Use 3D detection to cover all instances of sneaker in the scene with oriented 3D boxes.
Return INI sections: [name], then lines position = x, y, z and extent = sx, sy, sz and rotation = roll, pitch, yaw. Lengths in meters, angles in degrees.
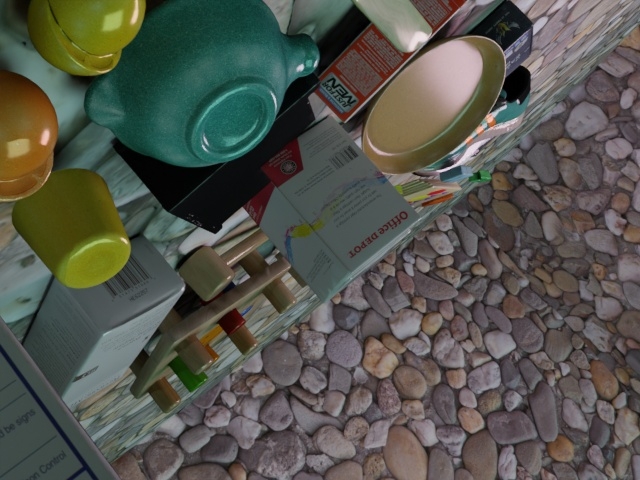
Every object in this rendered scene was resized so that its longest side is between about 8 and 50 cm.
[sneaker]
position = 0.260, -0.231, 1.286
extent = 0.302, 0.108, 0.121
rotation = -30, 148, -24

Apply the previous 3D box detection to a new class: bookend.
[bookend]
position = -0.074, -0.089, 0.623
extent = 0.157, 0.072, 0.156
rotation = -41, 172, 1

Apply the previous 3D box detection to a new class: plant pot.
[plant pot]
position = 0.151, -0.189, 0.988
extent = 0.236, 0.032, 0.236
rotation = -25, 148, -17

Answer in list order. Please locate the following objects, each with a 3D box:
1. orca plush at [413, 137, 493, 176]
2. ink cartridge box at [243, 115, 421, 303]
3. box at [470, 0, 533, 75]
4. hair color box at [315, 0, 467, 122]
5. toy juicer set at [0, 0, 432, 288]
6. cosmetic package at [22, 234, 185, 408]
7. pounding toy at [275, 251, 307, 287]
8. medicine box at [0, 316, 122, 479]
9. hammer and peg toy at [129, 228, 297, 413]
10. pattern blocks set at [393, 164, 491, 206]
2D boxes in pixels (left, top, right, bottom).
[orca plush]
position = 0.260, -0.221, 1.444
extent = 0.287, 0.102, 0.151
rotation = -42, 128, -16
[ink cartridge box]
position = 0.010, -0.035, 0.902
extent = 0.128, 0.176, 0.127
rotation = -36, 170, -26
[box]
position = 0.226, -0.252, 1.120
extent = 0.232, 0.059, 0.183
rotation = -41, 172, 11
[hair color box]
position = 0.070, -0.196, 0.698
extent = 0.167, 0.053, 0.093
rotation = -42, -173, 18
[toy juicer set]
position = -0.085, -0.120, 0.445
extent = 0.329, 0.089, 0.209
rotation = -36, 153, -5
[cosmetic package]
position = -0.254, 0.103, 0.796
extent = 0.117, 0.085, 0.231
rotation = -31, 166, -45
[pounding toy]
position = 0.005, -0.005, 1.350
extent = 0.181, 0.094, 0.206
rotation = -42, -179, -20
[medicine box]
position = -0.280, 0.197, 0.470
extent = 0.263, 0.289, 0.149
rotation = -36, 168, -25
[hammer and peg toy]
position = -0.155, 0.118, 1.132
extent = 0.266, 0.127, 0.361
rotation = -33, 169, -40
[pattern blocks set]
position = 0.167, -0.087, 1.396
extent = 0.324, 0.026, 0.285
rotation = -17, 172, 26
